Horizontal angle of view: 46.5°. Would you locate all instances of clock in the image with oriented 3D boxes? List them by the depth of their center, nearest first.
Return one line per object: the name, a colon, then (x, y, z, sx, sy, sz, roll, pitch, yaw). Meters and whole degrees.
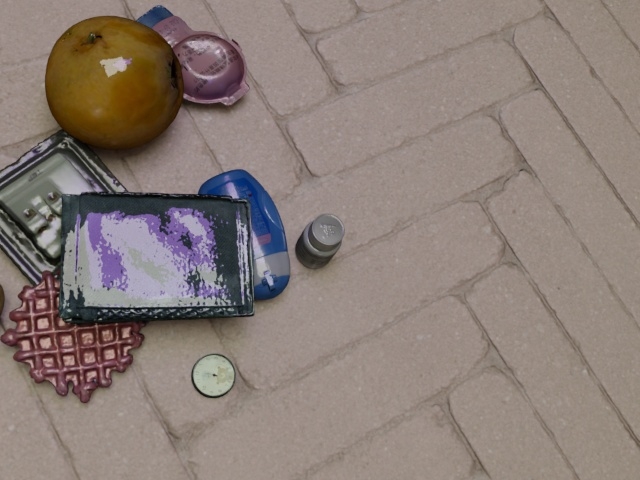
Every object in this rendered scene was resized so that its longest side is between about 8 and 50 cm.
clock: (-0.200, 0.252, 1.394, 0.085, 0.017, 0.085, 5, 69, -12)

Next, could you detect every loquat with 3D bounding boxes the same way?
loquat: (-0.398, -0.302, 1.439, 0.262, 0.263, 0.263, 5, 69, -13)

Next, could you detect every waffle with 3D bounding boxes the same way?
waffle: (-0.439, 0.159, 1.332, 0.234, 0.055, 0.221, 40, 69, -7)

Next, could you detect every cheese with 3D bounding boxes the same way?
cheese: (-0.274, -0.396, 1.589, 0.286, 0.074, 0.189, 40, 65, 6)

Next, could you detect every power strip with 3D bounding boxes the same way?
power strip: (-0.493, -0.065, 1.397, 0.251, 0.092, 0.257, 44, 65, 6)

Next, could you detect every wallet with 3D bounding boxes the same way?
wallet: (-0.294, 0.029, 1.354, 0.341, 0.075, 0.237, 0, 76, -15)

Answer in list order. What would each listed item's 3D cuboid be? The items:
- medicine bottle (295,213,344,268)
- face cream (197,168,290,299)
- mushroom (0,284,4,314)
medicine bottle: (0.000, 0.000, 1.479, 0.080, 0.130, 0.080, 5, 68, -12)
face cream: (-0.142, -0.008, 1.470, 0.149, 0.083, 0.264, -21, 76, -12)
mushroom: (-0.623, 0.106, 1.288, 0.147, 0.112, 0.148, 5, 71, -14)
